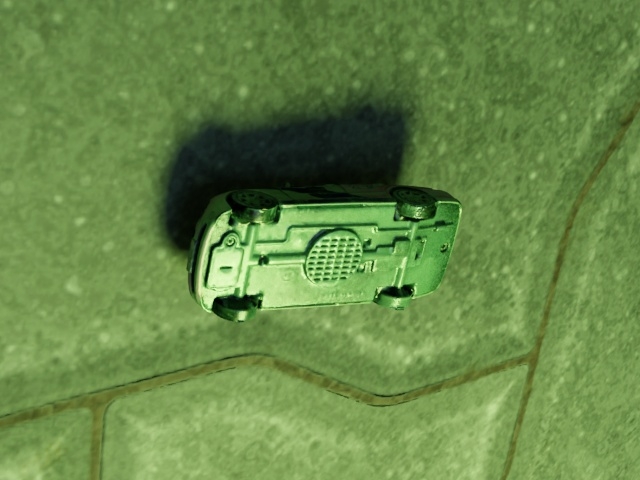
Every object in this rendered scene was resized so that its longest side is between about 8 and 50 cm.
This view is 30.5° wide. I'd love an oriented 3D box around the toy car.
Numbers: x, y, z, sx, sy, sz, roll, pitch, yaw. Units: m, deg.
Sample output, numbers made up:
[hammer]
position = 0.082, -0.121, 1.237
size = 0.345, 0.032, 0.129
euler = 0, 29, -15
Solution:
[toy car]
position = 0.000, 0.000, 0.876
size = 0.224, 0.076, 0.090
euler = -2, 118, -31
